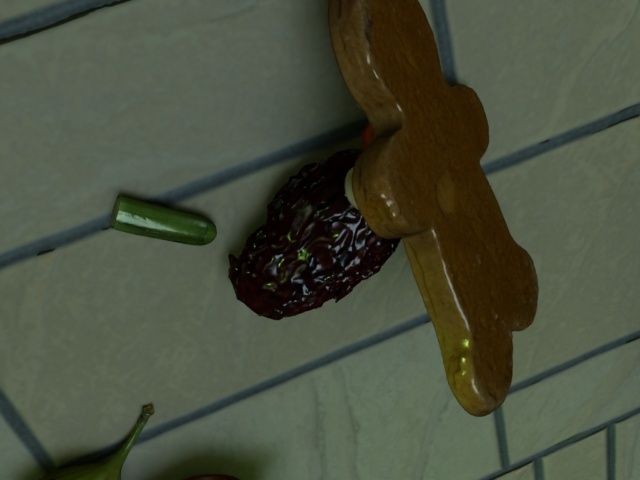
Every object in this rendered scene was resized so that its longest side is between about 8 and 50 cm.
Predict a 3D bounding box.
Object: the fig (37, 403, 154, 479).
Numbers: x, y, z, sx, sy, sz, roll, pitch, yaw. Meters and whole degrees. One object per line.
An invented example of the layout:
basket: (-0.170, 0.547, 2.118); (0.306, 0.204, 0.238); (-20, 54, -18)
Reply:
fig: (-0.203, 0.234, 0.649); (0.166, 0.093, 0.093); (-32, 125, -1)

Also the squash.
squash: (-0.121, -0.013, 0.567); (0.083, 0.027, 0.027); (13, 114, -26)

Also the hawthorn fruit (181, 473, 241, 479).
hawthorn fruit: (-0.098, 0.308, 0.691); (0.188, 0.169, 0.169); (-31, 126, -15)

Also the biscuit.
biscuit: (0.084, -0.047, 0.540); (0.049, 0.205, 0.324); (-12, 112, 35)

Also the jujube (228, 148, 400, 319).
jujube: (0.003, 0.003, 0.583); (0.104, 0.104, 0.166); (30, 113, -32)
